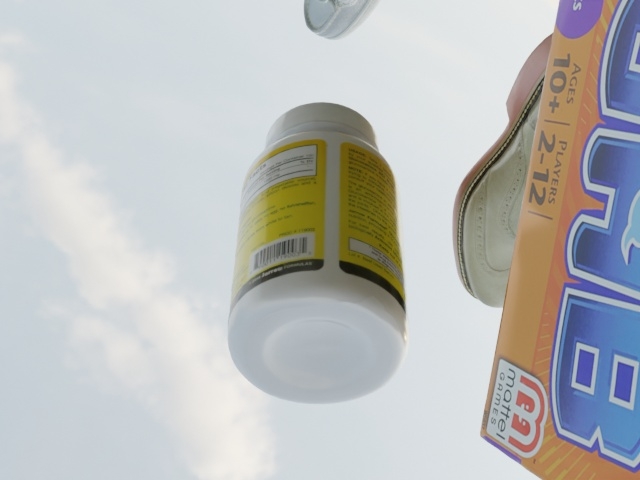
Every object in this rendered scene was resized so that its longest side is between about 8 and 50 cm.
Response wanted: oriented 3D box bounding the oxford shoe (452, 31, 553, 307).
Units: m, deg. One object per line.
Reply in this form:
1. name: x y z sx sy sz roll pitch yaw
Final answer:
1. oxford shoe: 0.247 -0.041 1.143 0.140 0.397 0.146 -6 -133 -15

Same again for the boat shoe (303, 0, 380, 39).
1. boat shoe: 0.032 -0.375 1.252 0.103 0.320 0.118 -9 -118 -27

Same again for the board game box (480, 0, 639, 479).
1. board game box: 0.362 0.011 0.595 0.356 0.356 0.356 4 -170 -25

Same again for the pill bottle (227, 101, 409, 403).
1. pill bottle: 0.000 0.000 1.149 0.188 0.188 0.334 19 -138 -16
